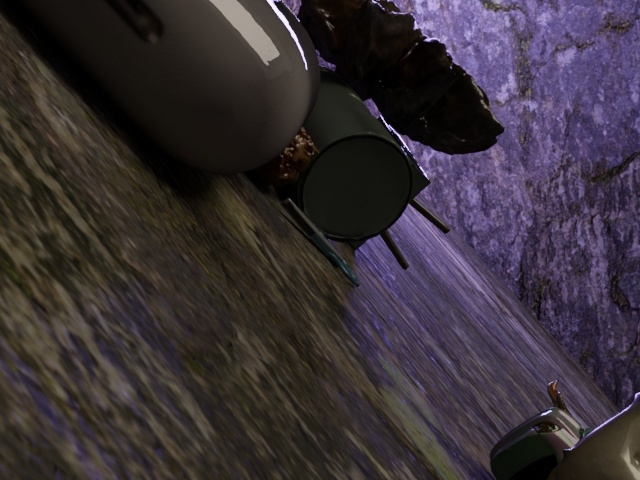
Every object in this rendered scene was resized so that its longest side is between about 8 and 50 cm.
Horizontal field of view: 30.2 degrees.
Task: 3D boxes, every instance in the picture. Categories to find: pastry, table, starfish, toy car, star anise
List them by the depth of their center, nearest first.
[{"bbox_3d":[0.237,0.249,1.004,0.224,0.090,0.076,49,35,3],"label":"toy car"},{"bbox_3d":[-0.058,-0.121,1.204,0.063,0.087,0.169,-11,48,-27],"label":"pastry"},{"bbox_3d":[0.011,-0.100,1.310,0.126,0.126,0.220,44,8,-30],"label":"table"},{"bbox_3d":[0.089,-0.206,1.446,0.332,0.117,0.331,44,4,-4],"label":"star anise"},{"bbox_3d":[0.083,-0.055,1.493,0.111,0.121,0.240,46,9,-17],"label":"table"},{"bbox_3d":[0.398,0.315,1.698,0.247,0.050,0.138,56,8,7],"label":"starfish"}]

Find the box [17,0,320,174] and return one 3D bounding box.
[{"bbox_3d":[-0.122,-0.188,0.971,0.288,0.141,0.349,46,8,-6],"label":"box"}]

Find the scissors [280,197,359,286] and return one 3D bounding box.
[{"bbox_3d":[0.000,0.000,1.177,0.119,0.014,0.058,47,6,-31],"label":"scissors"}]

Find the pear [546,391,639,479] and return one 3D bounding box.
[{"bbox_3d":[0.273,0.258,0.877,0.267,0.267,0.178,54,-17,37],"label":"pear"}]
